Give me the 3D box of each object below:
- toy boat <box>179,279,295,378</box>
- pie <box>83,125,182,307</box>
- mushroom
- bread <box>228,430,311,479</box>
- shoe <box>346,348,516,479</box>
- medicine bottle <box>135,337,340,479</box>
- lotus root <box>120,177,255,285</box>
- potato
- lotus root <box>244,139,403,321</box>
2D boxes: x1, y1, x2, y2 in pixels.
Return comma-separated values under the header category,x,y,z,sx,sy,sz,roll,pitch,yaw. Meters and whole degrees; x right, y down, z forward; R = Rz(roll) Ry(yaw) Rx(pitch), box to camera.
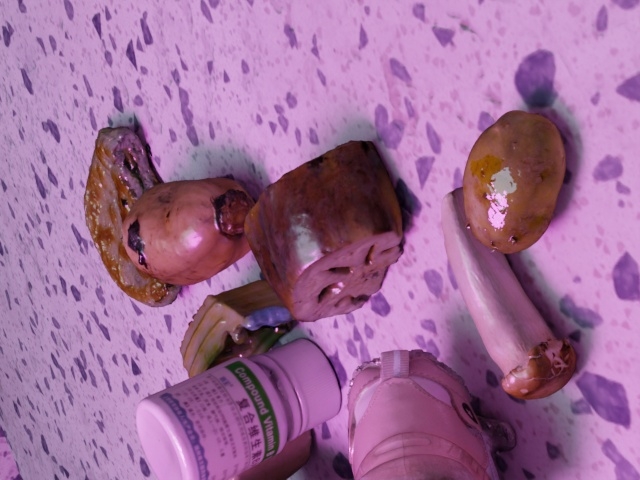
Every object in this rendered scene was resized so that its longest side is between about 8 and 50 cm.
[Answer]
category,x,y,z,sx,sy,sz,roll,pitch,yaw
toy boat,-0.114,0.124,1.586,0.084,0.111,0.276,65,152,16
pie,-0.285,-0.034,1.812,0.302,0.067,0.302,35,137,41
mushroom,0.165,0.051,1.113,0.071,0.084,0.209,-38,71,38
bread,-0.098,0.288,1.640,0.134,0.141,0.148,63,152,0
shoe,0.125,0.264,1.247,0.351,0.171,0.198,75,-171,-50
medicine bottle,-0.101,0.219,1.496,0.139,0.237,0.139,36,137,44
lotus root,-0.171,-0.012,1.546,0.257,0.154,0.140,-10,95,57
potato,0.168,-0.048,1.044,0.091,0.070,0.138,41,141,37
lotus root,0.000,0.000,1.312,0.235,0.138,0.119,113,139,-58
